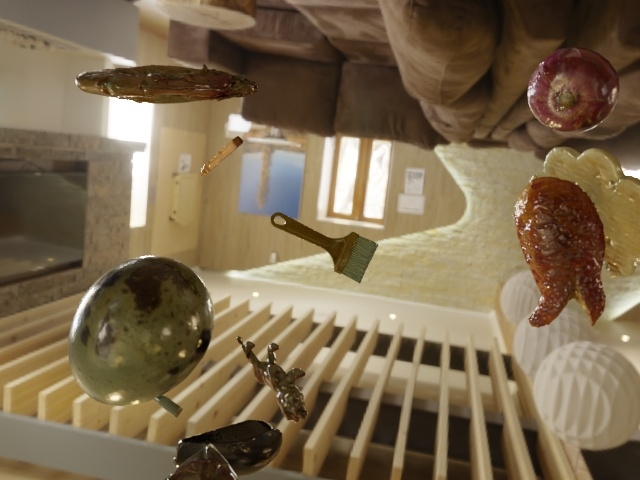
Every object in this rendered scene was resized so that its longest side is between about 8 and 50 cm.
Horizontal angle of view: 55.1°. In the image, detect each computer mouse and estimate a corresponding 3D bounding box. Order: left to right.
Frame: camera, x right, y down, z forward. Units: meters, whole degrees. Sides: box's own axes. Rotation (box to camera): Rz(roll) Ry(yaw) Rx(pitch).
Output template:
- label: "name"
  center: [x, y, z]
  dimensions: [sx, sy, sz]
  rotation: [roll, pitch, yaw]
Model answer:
- label: "computer mouse"
  center: [-0.241, 0.575, 1.636]
  dimensions: [0.295, 0.168, 0.087]
  rotation: [-8, -140, -16]

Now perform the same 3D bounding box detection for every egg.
- label: "egg"
  center: [-0.469, 0.242, 1.603]
  dimensions: [0.345, 0.428, 0.345]
  rotation: [33, -171, -6]

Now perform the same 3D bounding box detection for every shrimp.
- label: "shrimp"
  center: [-0.228, -0.243, 0.961]
  dimensions: [0.294, 0.062, 0.154]
  rotation: [-11, -159, -30]

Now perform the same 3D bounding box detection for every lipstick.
- label: "lipstick"
  center: [-0.441, 0.442, 1.700]
  dimensions: [0.129, 0.030, 0.030]
  rotation: [28, 159, 20]

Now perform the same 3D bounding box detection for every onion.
- label: "onion"
  center: [0.522, -0.309, 1.267]
  dimensions: [0.153, 0.177, 0.177]
  rotation: [-30, -156, -24]

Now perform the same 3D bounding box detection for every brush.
- label: "brush"
  center: [0.000, 0.000, 1.141]
  dimensions: [0.205, 0.083, 0.011]
  rotation: [25, 179, -2]

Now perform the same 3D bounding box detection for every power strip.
- label: "power strip"
  center: [-0.289, -0.242, 1.776]
  dimensions: [0.178, 0.028, 0.049]
  rotation: [-36, -170, 26]

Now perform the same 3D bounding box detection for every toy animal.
- label: "toy animal"
  center: [-0.135, 0.409, 1.803]
  dimensions: [0.097, 0.158, 0.312]
  rotation: [-14, -149, -34]

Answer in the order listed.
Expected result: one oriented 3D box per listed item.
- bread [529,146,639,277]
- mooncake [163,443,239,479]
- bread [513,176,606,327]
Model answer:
- label: "bread"
  center: [0.485, -0.063, 1.067]
  dimensions: [0.038, 0.182, 0.251]
  rotation: [-22, -120, -31]
- label: "mooncake"
  center: [-0.217, 0.463, 1.135]
  dimensions: [0.130, 0.125, 0.073]
  rotation: [-36, 176, -13]
- label: "bread"
  center: [0.408, 0.023, 1.034]
  dimensions: [0.139, 0.269, 0.095]
  rotation: [-8, -176, 17]
